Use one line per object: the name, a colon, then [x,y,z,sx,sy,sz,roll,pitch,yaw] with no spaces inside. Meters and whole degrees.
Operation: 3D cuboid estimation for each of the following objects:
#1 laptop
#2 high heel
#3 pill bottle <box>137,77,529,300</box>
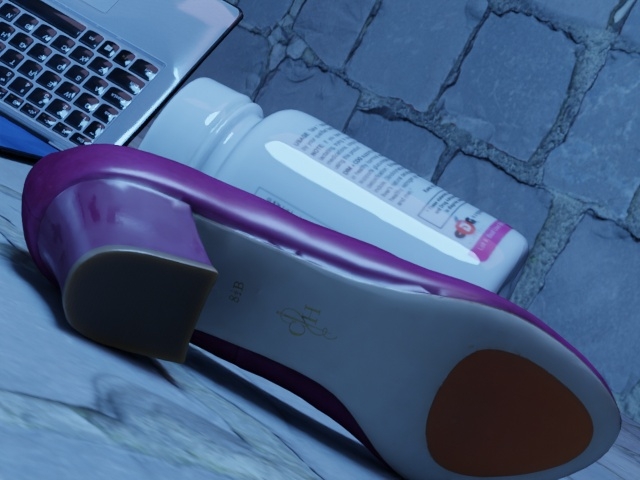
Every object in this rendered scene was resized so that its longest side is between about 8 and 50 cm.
laptop: [-0.337,-0.248,1.487,0.382,0.408,0.236,31,-30,13]
high heel: [0.006,0.034,0.933,0.377,0.127,0.181,24,16,-26]
pill bottle: [0.000,0.000,1.179,0.283,0.160,0.160,31,4,12]
